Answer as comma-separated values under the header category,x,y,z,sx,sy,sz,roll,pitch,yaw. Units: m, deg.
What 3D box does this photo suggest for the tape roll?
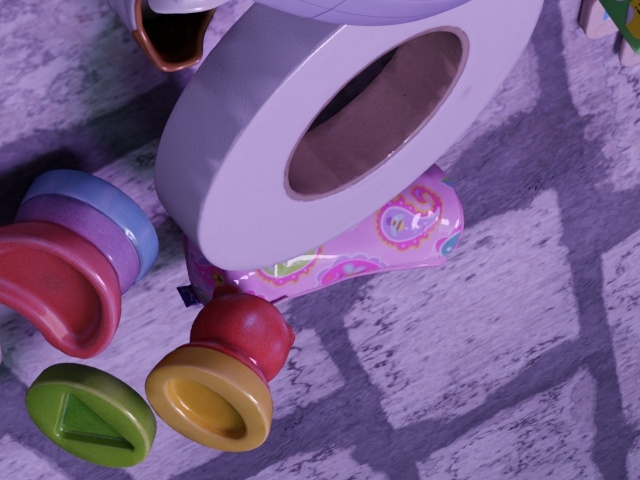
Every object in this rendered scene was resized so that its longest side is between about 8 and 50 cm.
category,x,y,z,sx,sy,sz,roll,pitch,yaw
tape roll,0.031,-0.129,1.343,0.392,0.072,0.392,-36,161,-15

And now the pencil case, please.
category,x,y,z,sx,sy,sz,roll,pitch,yaw
pencil case,0.000,0.000,1.559,0.284,0.124,0.124,-16,148,-23

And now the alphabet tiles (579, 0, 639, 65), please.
category,x,y,z,sx,sy,sz,roll,pitch,yaw
alphabet tiles,0.391,-0.291,1.543,0.284,0.021,0.278,-20,150,-14

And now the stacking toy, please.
category,x,y,z,sx,sy,sz,roll,pitch,yaw
stacking toy,-0.196,0.072,1.449,0.309,0.130,0.279,43,139,-20

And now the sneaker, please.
category,x,y,z,sx,sy,sz,roll,pitch,yaw
sneaker,-0.090,-0.242,1.114,0.106,0.123,0.290,-14,146,-21

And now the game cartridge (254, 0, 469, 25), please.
category,x,y,z,sx,sy,sz,roll,pitch,yaw
game cartridge,0.034,-0.249,1.075,0.062,0.198,0.297,-27,173,39

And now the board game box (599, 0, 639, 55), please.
category,x,y,z,sx,sy,sz,roll,pitch,yaw
board game box,0.291,-0.307,1.071,0.317,0.213,0.046,-41,156,26
